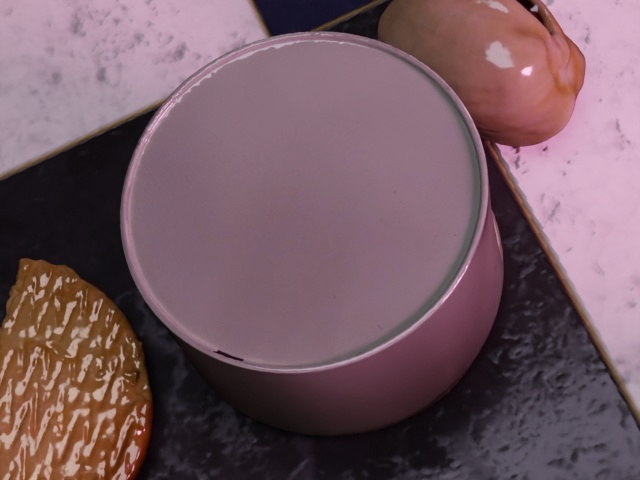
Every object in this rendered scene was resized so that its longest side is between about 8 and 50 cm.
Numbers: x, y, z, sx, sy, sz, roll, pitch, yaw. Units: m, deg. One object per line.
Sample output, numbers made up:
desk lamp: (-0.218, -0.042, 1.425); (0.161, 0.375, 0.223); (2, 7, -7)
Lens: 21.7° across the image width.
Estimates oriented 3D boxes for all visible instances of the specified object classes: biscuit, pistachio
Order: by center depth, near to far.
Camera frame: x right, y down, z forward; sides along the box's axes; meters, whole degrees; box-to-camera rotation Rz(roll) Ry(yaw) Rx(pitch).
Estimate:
biscuit: (-0.182, 0.126, 1.112); (0.145, 0.033, 0.224); (12, 70, 13)
pistachio: (0.107, -0.125, 1.133); (0.149, 0.113, 0.113); (22, 72, 34)

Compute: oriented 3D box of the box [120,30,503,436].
box: (0.000, 0.000, 1.067); (0.226, 0.149, 0.226); (-4, 67, 9)
